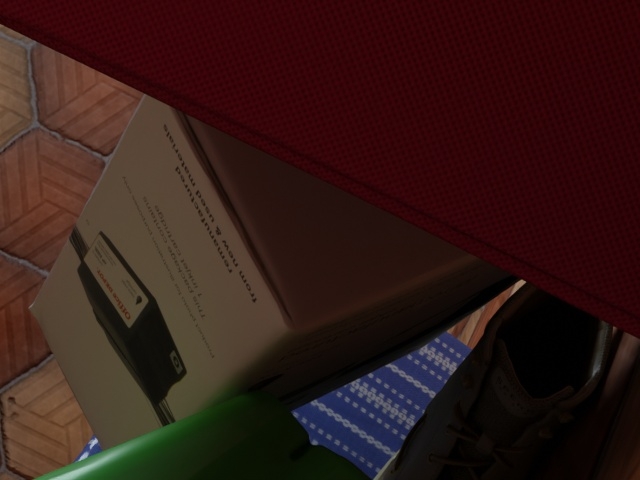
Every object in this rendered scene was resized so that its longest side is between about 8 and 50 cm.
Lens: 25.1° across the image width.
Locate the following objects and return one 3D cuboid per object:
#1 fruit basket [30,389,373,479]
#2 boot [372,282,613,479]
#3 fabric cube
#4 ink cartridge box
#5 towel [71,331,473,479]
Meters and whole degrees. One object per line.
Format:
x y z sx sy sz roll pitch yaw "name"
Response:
-0.097 0.295 0.582 0.392 0.283 0.392 -46 -16 -18 "fruit basket"
0.086 0.118 0.799 0.213 0.077 0.165 -55 -6 -27 "boot"
0.090 -0.137 0.440 0.254 0.258 0.259 -64 -3 17 "fabric cube"
0.000 0.000 0.737 0.223 0.129 0.307 -23 -11 -27 "ink cartridge box"
-0.007 0.138 0.918 0.040 0.243 0.336 -55 2 38 "towel"
